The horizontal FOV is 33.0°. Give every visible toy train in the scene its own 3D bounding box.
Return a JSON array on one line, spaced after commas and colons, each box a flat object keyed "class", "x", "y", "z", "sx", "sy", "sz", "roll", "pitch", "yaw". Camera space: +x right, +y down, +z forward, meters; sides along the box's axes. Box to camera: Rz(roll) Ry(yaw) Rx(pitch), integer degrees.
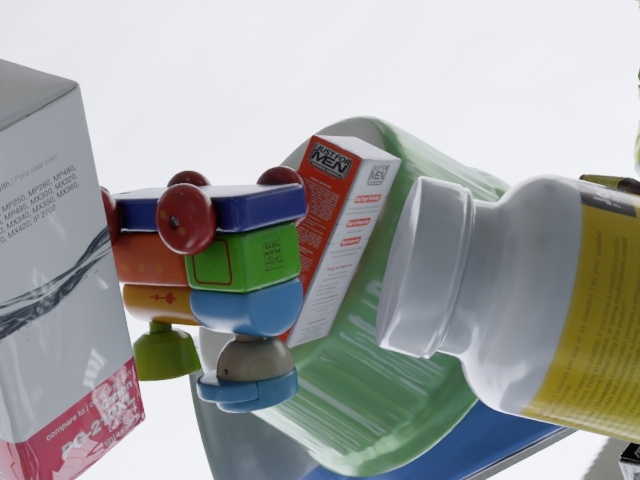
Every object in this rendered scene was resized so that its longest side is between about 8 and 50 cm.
[{"class": "toy train", "x": -0.114, "y": 0.029, "z": 0.723, "sx": 0.248, "sy": 0.144, "sz": 0.105, "roll": 1, "pitch": -170, "yaw": 41}]

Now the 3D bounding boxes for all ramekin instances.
[{"class": "ramekin", "x": 0.025, "y": 0.038, "z": 0.949, "sx": 0.303, "sy": 0.148, "sz": 0.303, "roll": -41, "pitch": -150, "yaw": 31}]

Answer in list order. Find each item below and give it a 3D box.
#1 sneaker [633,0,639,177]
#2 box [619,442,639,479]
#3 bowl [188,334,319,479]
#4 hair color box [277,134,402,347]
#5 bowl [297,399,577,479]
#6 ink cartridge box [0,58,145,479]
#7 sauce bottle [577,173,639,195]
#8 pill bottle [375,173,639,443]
[{"class": "sneaker", "x": 0.413, "y": -0.229, "z": 1.227, "sx": 0.385, "sy": 0.147, "sz": 0.145, "roll": -63, "pitch": -177, "yaw": -26}, {"class": "box", "x": 0.392, "y": 0.243, "z": 1.113, "sx": 0.045, "sy": 0.191, "sz": 0.184, "roll": 2, "pitch": -147, "yaw": 47}, {"class": "bowl", "x": -0.056, "y": 0.242, "z": 1.346, "sx": 0.134, "sy": 0.298, "sz": 0.298, "roll": -18, "pitch": -146, "yaw": 2}, {"class": "hair color box", "x": 0.000, "y": 0.000, "z": 0.745, "sx": 0.043, "sy": 0.072, "sz": 0.141, "roll": 29, "pitch": -75, "yaw": 21}, {"class": "bowl", "x": 0.150, "y": 0.209, "z": 1.110, "sx": 0.391, "sy": 0.391, "sz": 0.077, "roll": -30, "pitch": -106, "yaw": 11}, {"class": "ink cartridge box", "x": -0.210, "y": 0.012, "z": 0.631, "sx": 0.172, "sy": 0.237, "sz": 0.100, "roll": 20, "pitch": -140, "yaw": 31}, {"class": "sauce bottle", "x": 0.427, "y": -0.071, "z": 1.534, "sx": 0.128, "sy": 0.042, "sz": 0.042, "roll": 10, "pitch": -126, "yaw": 40}, {"class": "pill bottle", "x": 0.121, "y": 0.030, "z": 0.455, "sx": 0.184, "sy": 0.103, "sz": 0.103, "roll": 14, "pitch": -137, "yaw": -3}]
